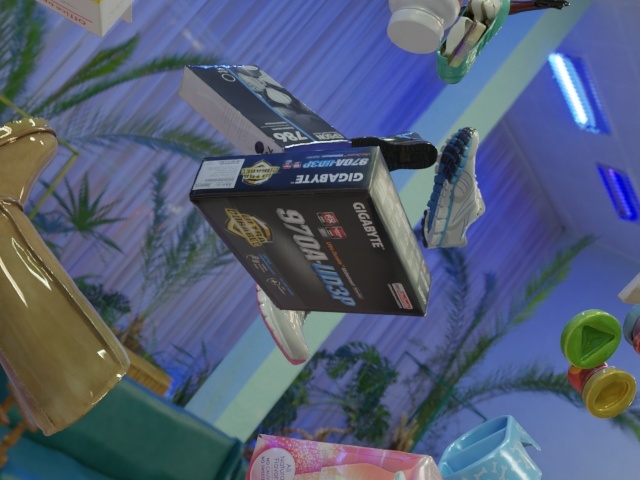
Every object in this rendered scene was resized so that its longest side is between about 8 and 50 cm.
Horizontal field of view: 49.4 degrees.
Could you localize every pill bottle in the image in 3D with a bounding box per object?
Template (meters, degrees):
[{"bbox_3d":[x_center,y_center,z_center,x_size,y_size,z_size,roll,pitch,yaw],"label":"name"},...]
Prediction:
[{"bbox_3d":[0.185,-0.431,1.166,0.121,0.216,0.121,18,-14,5],"label":"pill bottle"}]

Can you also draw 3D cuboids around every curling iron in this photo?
[{"bbox_3d":[0.394,-0.505,1.482,0.274,0.035,0.068,9,-9,40],"label":"curling iron"}]

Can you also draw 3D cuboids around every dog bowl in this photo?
[{"bbox_3d":[0.269,0.366,1.140,0.074,0.166,0.297,60,15,10],"label":"dog bowl"}]

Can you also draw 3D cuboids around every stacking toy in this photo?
[{"bbox_3d":[0.642,0.200,1.524,0.279,0.309,0.130,49,4,-25],"label":"stacking toy"}]

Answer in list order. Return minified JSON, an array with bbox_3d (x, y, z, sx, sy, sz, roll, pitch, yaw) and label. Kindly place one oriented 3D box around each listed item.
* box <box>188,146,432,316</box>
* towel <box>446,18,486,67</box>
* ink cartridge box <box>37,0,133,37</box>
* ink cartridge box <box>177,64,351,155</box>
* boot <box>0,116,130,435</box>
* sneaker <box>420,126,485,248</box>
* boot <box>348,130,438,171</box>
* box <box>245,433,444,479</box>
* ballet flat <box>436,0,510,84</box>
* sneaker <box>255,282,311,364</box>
[{"bbox_3d":[0.000,0.000,0.681,0.175,0.051,0.220,0,-33,23],"label":"box"},{"bbox_3d":[0.239,-0.322,1.143,0.009,0.083,0.060,41,24,17],"label":"towel"},{"bbox_3d":[-0.467,-0.523,1.294,0.207,0.119,0.353,30,-23,-1],"label":"ink cartridge box"},{"bbox_3d":[-0.074,-0.184,1.144,0.165,0.065,0.332,-15,50,-47],"label":"ink cartridge box"},{"bbox_3d":[-0.281,0.024,0.699,0.270,0.089,0.236,57,26,-9],"label":"boot"},{"bbox_3d":[0.211,-0.075,1.038,0.082,0.191,0.071,7,23,-15],"label":"sneaker"},{"bbox_3d":[0.130,-0.192,1.446,0.197,0.077,0.137,5,23,-9],"label":"boot"},{"bbox_3d":[0.042,0.294,0.575,0.142,0.154,0.300,1,-37,23],"label":"box"},{"bbox_3d":[0.305,-0.425,1.375,0.083,0.247,0.087,26,-13,25],"label":"ballet flat"},{"bbox_3d":[-0.043,0.060,1.052,0.103,0.111,0.252,84,-7,-72],"label":"sneaker"}]
